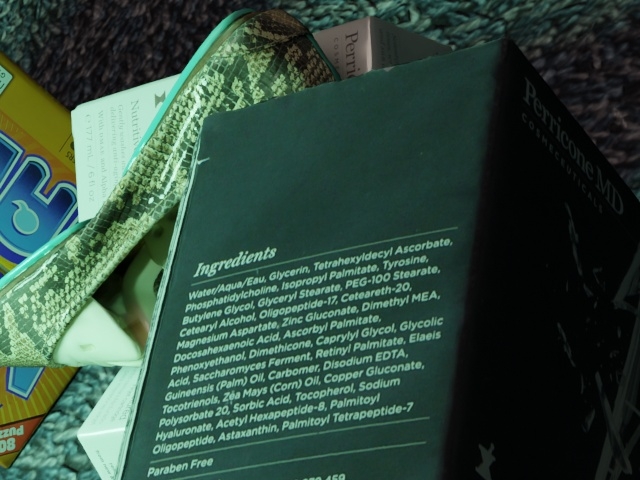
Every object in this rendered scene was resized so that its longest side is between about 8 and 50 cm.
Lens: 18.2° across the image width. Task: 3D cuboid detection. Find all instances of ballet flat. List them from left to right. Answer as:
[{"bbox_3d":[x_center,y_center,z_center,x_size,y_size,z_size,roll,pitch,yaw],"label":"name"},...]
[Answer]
[{"bbox_3d":[-0.149,0.003,1.853,0.483,0.164,0.182,-46,75,19],"label":"ballet flat"}]

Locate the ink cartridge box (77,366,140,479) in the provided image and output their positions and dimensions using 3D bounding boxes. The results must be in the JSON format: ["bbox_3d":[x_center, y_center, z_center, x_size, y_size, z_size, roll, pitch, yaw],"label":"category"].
[{"bbox_3d":[-0.038,0.142,1.876,0.307,0.129,0.223,-12,28,30],"label":"ink cartridge box"}]

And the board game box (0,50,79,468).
[{"bbox_3d":[-0.454,-0.024,2.267,0.356,0.356,0.356,23,75,48],"label":"board game box"}]

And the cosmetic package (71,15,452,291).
[{"bbox_3d":[-0.054,-0.063,1.973,0.385,0.156,0.217,-16,72,36],"label":"cosmetic package"}]

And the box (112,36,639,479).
[{"bbox_3d":[0.105,0.196,1.499,0.297,0.480,0.472,-14,50,31],"label":"box"}]
